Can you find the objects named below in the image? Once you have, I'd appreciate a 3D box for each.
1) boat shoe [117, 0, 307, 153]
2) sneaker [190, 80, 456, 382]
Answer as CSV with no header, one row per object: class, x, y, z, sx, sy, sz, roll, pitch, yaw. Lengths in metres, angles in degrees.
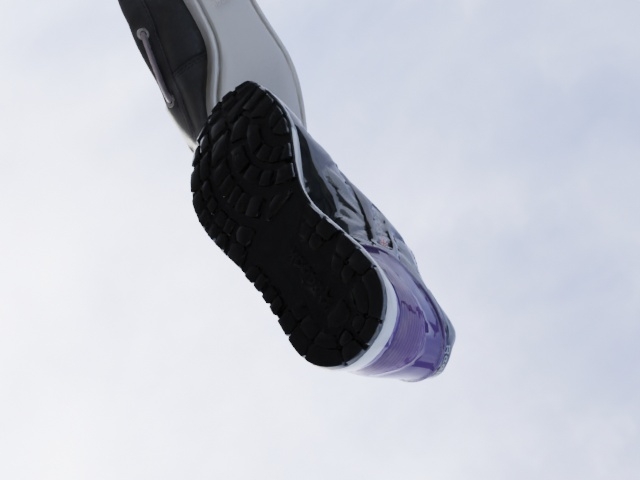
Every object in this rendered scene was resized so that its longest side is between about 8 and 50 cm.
boat shoe,-0.104,-0.170,1.130,0.096,0.335,0.112,-9,-166,47
sneaker,0.000,0.000,0.972,0.107,0.124,0.283,-46,-130,20
